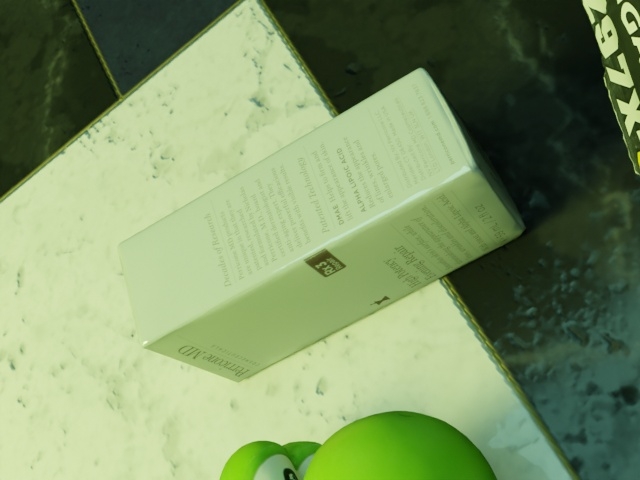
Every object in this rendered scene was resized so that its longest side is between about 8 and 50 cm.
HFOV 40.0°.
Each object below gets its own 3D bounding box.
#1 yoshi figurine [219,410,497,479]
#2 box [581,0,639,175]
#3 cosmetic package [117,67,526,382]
[{"bbox_3d":[0.056,0.233,0.417,0.203,0.203,0.362,-27,58,-2],"label":"yoshi figurine"},{"bbox_3d":[0.294,-0.041,0.339,0.322,0.079,0.257,-16,88,-3],"label":"box"},{"bbox_3d":[0.000,0.000,0.563,0.231,0.117,0.085,-31,59,15],"label":"cosmetic package"}]
